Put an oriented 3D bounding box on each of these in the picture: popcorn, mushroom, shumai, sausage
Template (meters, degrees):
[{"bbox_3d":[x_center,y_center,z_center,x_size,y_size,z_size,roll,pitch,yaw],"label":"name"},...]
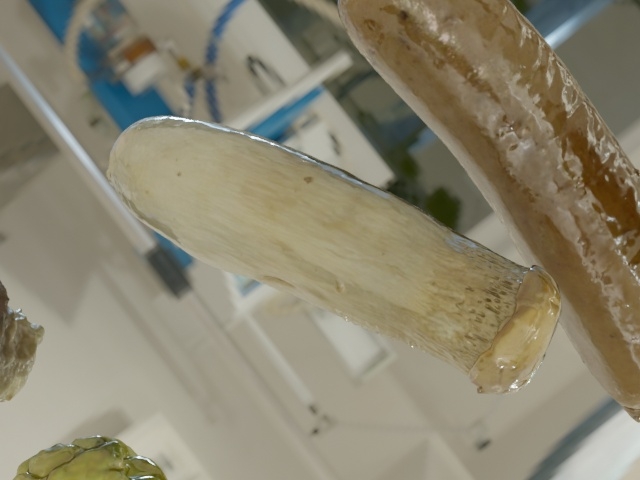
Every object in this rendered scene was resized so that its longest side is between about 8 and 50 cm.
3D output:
[{"bbox_3d":[-0.133,0.178,1.054,0.106,0.120,0.116,74,24,-65],"label":"popcorn"},{"bbox_3d":[0.000,0.000,1.143,0.095,0.351,0.123,-63,154,0],"label":"mushroom"},{"bbox_3d":[-0.284,0.093,1.371,0.123,0.105,0.139,-19,-145,13],"label":"shumai"},{"bbox_3d":[0.188,-0.055,1.466,0.136,0.501,0.123,-32,-164,18],"label":"sausage"}]
